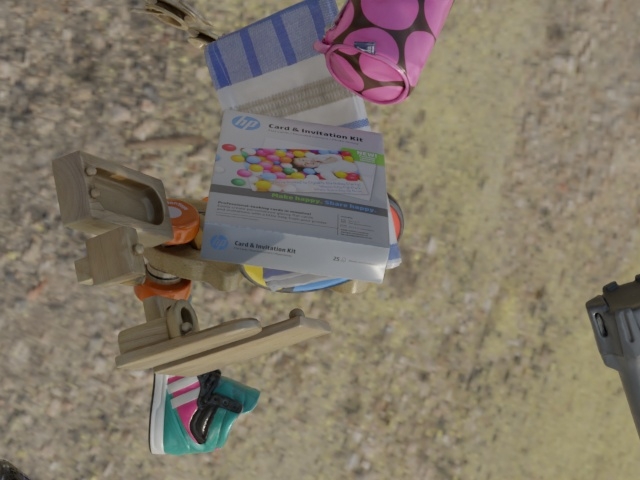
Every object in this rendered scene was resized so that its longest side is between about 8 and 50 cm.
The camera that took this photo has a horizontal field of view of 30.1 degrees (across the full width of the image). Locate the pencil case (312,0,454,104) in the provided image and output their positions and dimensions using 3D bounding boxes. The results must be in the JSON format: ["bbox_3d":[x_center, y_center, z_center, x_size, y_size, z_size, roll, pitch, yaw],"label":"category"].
[{"bbox_3d":[0.076,-0.233,1.086,0.095,0.098,0.209,113,3,-69],"label":"pencil case"}]

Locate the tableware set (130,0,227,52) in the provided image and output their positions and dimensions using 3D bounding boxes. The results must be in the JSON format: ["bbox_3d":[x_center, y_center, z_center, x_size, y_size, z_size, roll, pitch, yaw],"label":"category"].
[{"bbox_3d":[-0.210,-0.331,1.893,0.194,0.128,0.039,32,82,-50],"label":"tableware set"}]

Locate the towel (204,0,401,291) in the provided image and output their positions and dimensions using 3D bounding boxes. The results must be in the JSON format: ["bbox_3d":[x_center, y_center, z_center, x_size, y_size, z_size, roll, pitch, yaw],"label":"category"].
[{"bbox_3d":[-0.023,-0.093,1.224,0.034,0.209,0.285,-17,95,-41],"label":"towel"}]

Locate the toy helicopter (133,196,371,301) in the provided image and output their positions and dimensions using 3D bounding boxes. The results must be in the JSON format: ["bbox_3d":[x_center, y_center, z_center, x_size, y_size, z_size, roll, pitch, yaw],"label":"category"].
[{"bbox_3d":[-0.094,0.007,1.759,0.235,0.355,0.140,-72,174,-60],"label":"toy helicopter"}]

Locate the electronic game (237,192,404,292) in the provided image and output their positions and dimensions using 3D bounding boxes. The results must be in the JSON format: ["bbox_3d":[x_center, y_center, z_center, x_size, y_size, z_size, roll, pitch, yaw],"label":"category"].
[{"bbox_3d":[0.000,0.000,1.573,0.229,0.229,0.048,27,37,-46],"label":"electronic game"}]

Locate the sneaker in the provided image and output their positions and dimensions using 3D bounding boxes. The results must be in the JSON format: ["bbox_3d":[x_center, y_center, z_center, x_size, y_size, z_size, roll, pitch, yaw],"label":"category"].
[{"bbox_3d":[-0.186,0.227,1.979,0.124,0.178,0.296,-75,171,-74],"label":"sneaker"}]

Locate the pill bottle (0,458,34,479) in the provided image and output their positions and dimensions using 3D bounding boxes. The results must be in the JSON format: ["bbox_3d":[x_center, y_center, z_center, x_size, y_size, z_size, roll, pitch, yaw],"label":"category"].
[{"bbox_3d":[-0.373,0.338,1.412,0.219,0.123,0.123,45,67,-25],"label":"pill bottle"}]

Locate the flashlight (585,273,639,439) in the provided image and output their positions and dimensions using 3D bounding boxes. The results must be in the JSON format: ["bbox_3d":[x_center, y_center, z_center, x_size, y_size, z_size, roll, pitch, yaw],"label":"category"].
[{"bbox_3d":[0.386,0.180,1.289,0.103,0.103,0.304,-37,116,-37],"label":"flashlight"}]

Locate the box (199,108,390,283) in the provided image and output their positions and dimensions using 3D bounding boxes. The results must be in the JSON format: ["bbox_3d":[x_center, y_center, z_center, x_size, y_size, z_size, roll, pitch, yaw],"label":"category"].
[{"bbox_3d":[-0.018,-0.040,0.982,0.186,0.145,0.038,-88,-173,-58],"label":"box"}]

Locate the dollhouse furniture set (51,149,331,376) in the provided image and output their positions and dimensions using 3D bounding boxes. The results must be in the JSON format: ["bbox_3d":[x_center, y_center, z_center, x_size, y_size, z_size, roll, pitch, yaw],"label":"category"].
[{"bbox_3d":[-0.091,0.007,0.859,0.144,0.123,0.151,21,54,-65],"label":"dollhouse furniture set"}]
